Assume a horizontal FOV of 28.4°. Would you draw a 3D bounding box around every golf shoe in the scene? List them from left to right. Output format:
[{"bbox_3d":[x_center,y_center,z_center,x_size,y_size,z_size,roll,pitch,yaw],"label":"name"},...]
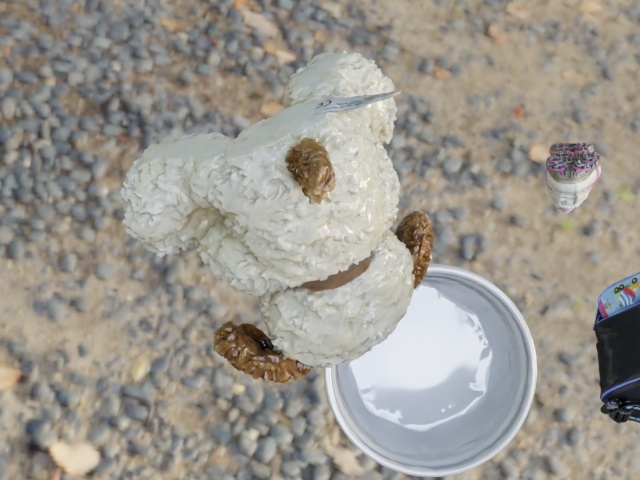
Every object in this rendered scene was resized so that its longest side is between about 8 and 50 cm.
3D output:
[{"bbox_3d":[0.321,-0.074,1.601,0.067,0.086,0.186,1,11,13],"label":"golf shoe"}]

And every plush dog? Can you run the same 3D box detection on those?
[{"bbox_3d":[0.000,0.000,1.042,0.262,0.225,0.210,-31,30,-14],"label":"plush dog"}]

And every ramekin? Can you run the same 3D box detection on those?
[{"bbox_3d":[0.104,0.122,1.261,0.207,0.207,0.109,19,3,-4],"label":"ramekin"}]

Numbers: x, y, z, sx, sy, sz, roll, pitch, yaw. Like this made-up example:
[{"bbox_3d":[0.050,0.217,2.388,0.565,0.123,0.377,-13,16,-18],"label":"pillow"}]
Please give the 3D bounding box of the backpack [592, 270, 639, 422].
[{"bbox_3d":[0.329,0.096,1.032,0.173,0.158,0.117,26,49,-34],"label":"backpack"}]
